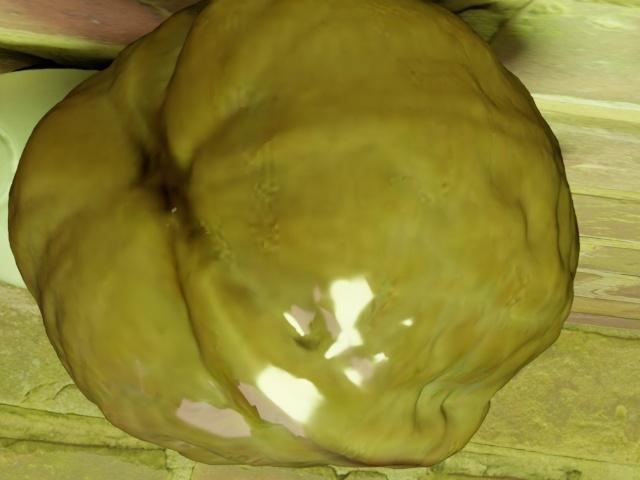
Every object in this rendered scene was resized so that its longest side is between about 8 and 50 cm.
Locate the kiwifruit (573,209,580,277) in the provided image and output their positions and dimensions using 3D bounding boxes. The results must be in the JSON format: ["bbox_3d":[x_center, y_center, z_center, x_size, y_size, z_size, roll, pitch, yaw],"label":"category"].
[{"bbox_3d":[0.094,0.004,1.182,0.234,0.196,0.196,-3,169,33],"label":"kiwifruit"}]

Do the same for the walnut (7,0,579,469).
[{"bbox_3d":[-0.002,-0.003,0.844,0.306,0.306,0.344,2,165,31],"label":"walnut"}]

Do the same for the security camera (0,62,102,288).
[{"bbox_3d":[-0.181,-0.044,1.073,0.236,0.194,0.194,7,174,25],"label":"security camera"}]
